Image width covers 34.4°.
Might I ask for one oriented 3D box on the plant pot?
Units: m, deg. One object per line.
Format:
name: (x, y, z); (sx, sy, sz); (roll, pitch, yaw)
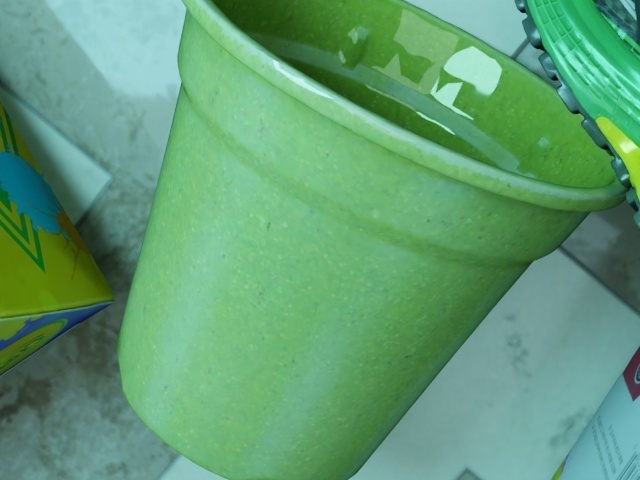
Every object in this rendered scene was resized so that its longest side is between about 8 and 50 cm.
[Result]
plant pot: (0.000, 0.000, 0.622); (0.276, 0.276, 0.253); (28, 115, 2)

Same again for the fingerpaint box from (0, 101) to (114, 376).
fingerpaint box: (-0.426, 0.006, 0.680); (0.445, 0.163, 0.371); (-33, 83, 13)

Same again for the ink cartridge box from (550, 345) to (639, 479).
ink cartridge box: (0.206, 0.208, 0.632); (0.131, 0.226, 0.306); (28, 104, 3)

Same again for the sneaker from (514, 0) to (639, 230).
sneaker: (0.208, -0.080, 0.507); (0.146, 0.134, 0.343); (-37, 59, 25)
